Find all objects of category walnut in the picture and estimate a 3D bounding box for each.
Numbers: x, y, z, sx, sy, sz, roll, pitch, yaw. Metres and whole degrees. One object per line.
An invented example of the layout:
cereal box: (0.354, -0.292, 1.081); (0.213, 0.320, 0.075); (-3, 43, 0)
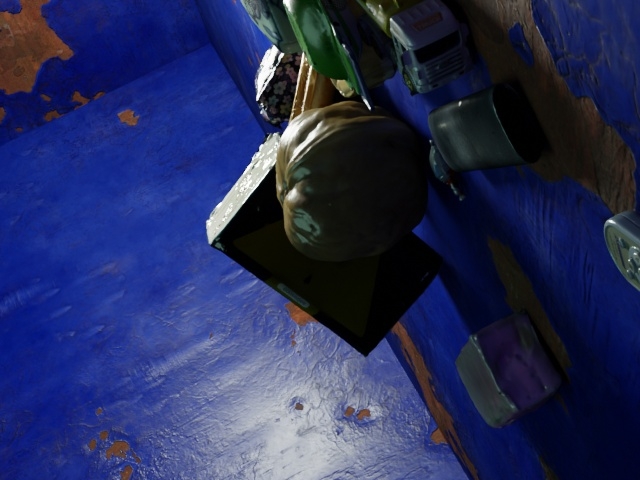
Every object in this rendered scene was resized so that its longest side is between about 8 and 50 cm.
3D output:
walnut: (0.055, -0.110, 2.036); (0.285, 0.285, 0.296); (69, 179, -50)

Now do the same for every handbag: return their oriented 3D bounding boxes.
handbag: (-0.059, -0.343, 2.329); (0.126, 0.229, 0.208); (27, 178, -12)

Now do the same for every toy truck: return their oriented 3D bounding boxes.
toy truck: (0.111, -0.295, 1.528); (0.227, 0.098, 0.114); (57, 172, 46)

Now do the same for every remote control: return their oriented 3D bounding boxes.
remote control: (0.215, -0.146, 1.560); (0.107, 0.044, 0.377); (59, 175, -4)
remote control: (0.358, 0.041, 1.137); (0.244, 0.047, 0.087); (-126, 14, -59)

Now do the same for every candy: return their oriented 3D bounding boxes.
candy: (0.324, 0.227, 1.977); (0.265, 0.115, 0.156); (90, 155, -74)

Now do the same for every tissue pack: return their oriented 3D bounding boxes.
tissue pack: (0.000, 0.000, 2.327); (0.416, 0.264, 0.253); (37, -173, -13)

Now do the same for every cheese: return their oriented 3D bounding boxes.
cheese: (0.018, -0.292, 1.656); (0.320, 0.083, 0.204); (-118, 4, -52)

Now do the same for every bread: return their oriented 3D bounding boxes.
bread: (0.038, -0.357, 1.857); (0.241, 0.107, 0.136); (63, 172, -3)

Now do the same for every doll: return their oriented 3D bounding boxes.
doll: (0.201, -0.116, 1.862); (0.114, 0.039, 0.057); (56, -140, -24)

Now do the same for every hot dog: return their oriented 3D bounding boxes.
hot dog: (-0.003, -0.287, 2.173); (0.104, 0.076, 0.250); (-157, 75, -66)

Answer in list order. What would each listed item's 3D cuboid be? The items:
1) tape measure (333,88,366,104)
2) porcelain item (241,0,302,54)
tape measure: (0.052, -0.235, 2.293); (0.199, 0.112, 0.186); (59, 171, 26)
porcelain item: (-0.079, -0.495, 2.040); (0.281, 0.157, 0.286); (58, 172, 51)
